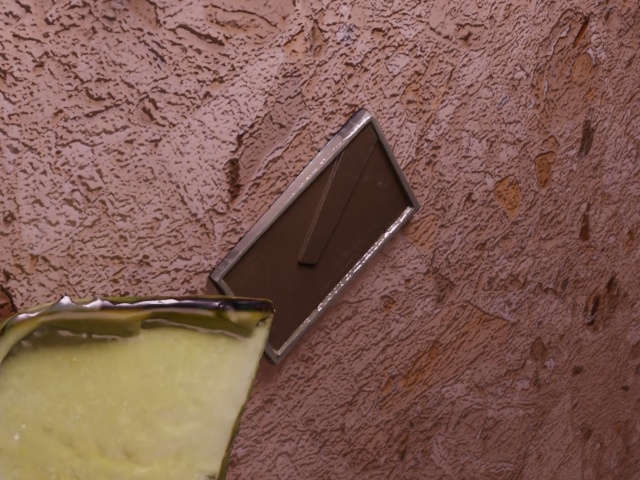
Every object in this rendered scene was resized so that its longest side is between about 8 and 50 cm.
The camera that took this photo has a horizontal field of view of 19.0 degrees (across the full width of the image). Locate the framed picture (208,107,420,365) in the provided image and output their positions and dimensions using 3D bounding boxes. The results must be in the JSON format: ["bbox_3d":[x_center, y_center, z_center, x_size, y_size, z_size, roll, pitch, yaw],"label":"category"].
[{"bbox_3d":[0.000,0.000,2.118,0.260,0.023,0.189,-48,141,-13],"label":"framed picture"}]

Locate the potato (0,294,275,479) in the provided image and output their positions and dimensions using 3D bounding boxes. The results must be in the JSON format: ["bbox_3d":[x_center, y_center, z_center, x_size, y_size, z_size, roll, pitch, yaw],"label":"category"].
[{"bbox_3d":[-0.240,0.183,1.867,0.280,0.213,0.330,19,79,-27],"label":"potato"}]
